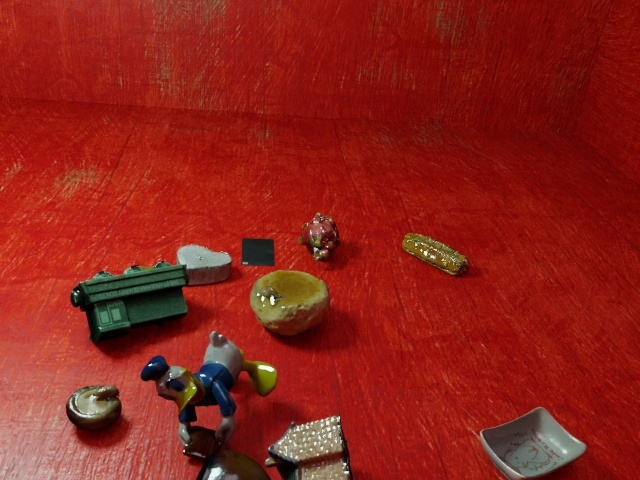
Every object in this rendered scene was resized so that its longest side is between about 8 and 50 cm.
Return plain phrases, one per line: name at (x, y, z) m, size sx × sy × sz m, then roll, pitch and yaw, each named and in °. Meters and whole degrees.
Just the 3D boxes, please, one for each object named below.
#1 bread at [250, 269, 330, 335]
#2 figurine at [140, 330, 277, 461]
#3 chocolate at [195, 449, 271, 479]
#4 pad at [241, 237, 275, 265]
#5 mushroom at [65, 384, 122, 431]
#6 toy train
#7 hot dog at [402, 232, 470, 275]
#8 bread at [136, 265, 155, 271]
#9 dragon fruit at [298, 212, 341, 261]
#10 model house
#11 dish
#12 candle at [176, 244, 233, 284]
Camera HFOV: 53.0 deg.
bread at (-0.087, 0.187, 1.845) m, size 0.244 × 0.134 × 0.244 m, roll 2°, pitch 29°, yaw -1°
figurine at (-0.279, 0.341, 1.429) m, size 0.204 × 0.284 × 0.338 m, roll -10°, pitch -27°, yaw 33°
chocolate at (-0.168, 0.498, 1.247) m, size 0.176 × 0.177 × 0.177 m, roll 5°, pitch 28°, yaw -2°
pad at (-0.217, 0.038, 2.227) m, size 0.116 × 0.004 × 0.193 m, roll 3°, pitch 28°, yaw -7°
mushroom at (-0.515, 0.377, 1.455) m, size 0.127 × 0.087 × 0.127 m, roll 6°, pitch 24°, yaw -3°
toy train at (-0.510, 0.165, 1.763) m, size 0.330 × 0.178 × 0.138 m, roll -9°, pitch -13°, yaw -35°
hot dog at (0.402, 0.045, 2.268) m, size 0.268 × 0.072 × 0.115 m, roll 28°, pitch 43°, yaw 34°
bread at (-0.530, 0.131, 1.926) m, size 0.140 × 0.069 × 0.128 m, roll -6°, pitch 30°, yaw -24°
dragon fruit at (0.000, 0.000, 2.206) m, size 0.149 × 0.133 × 0.208 m, roll 10°, pitch 38°, yaw -8°
model house at (-0.019, 0.481, 1.309) m, size 0.172 × 0.167 × 0.183 m, roll -11°, pitch 45°, yaw 0°
dish at (0.478, 0.481, 1.466) m, size 0.212 × 0.077 × 0.151 m, roll -11°, pitch 34°, yaw -28°
candle at (-0.386, 0.081, 2.046) m, size 0.192 × 0.068 × 0.168 m, roll 15°, pitch 26°, yaw 20°
